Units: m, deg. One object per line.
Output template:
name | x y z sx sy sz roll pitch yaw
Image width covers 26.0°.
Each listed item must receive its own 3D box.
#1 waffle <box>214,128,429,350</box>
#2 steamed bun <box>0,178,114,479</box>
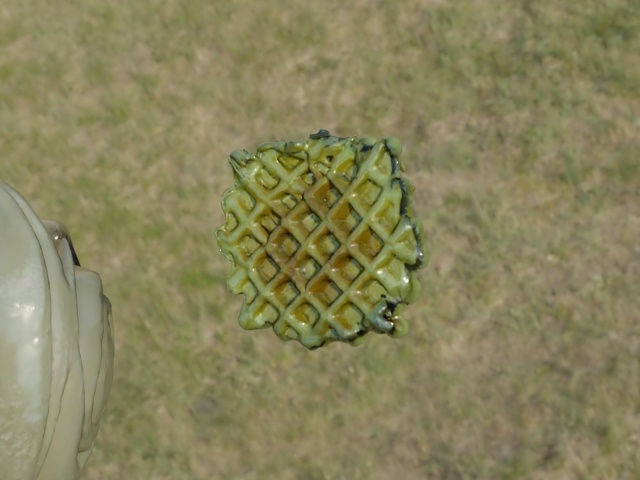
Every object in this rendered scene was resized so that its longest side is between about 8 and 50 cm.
waffle | 0.000 0.000 1.858 0.317 0.297 0.073 -1 5 30
steamed bun | -0.307 0.099 1.217 0.255 0.368 0.342 -12 64 -6
